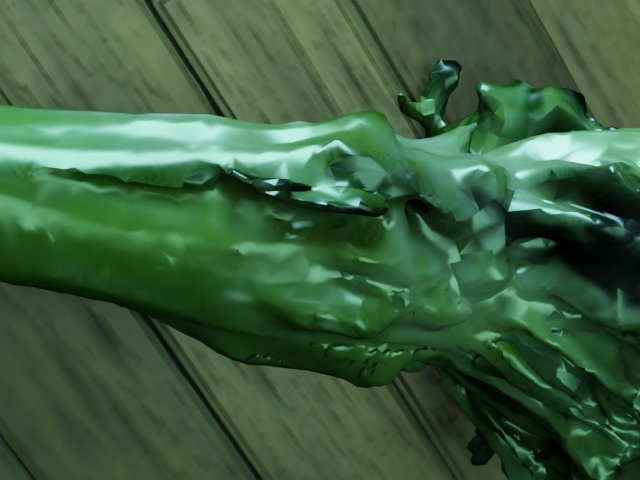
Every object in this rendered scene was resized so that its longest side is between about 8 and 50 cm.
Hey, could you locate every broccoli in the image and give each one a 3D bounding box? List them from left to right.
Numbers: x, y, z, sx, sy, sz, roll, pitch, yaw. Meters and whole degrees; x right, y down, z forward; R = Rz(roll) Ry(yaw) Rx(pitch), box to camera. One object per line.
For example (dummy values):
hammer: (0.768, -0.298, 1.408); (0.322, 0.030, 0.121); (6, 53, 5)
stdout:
broccoli: (0.000, 0.007, 0.585); (0.304, 0.165, 0.145); (13, 96, -18)
